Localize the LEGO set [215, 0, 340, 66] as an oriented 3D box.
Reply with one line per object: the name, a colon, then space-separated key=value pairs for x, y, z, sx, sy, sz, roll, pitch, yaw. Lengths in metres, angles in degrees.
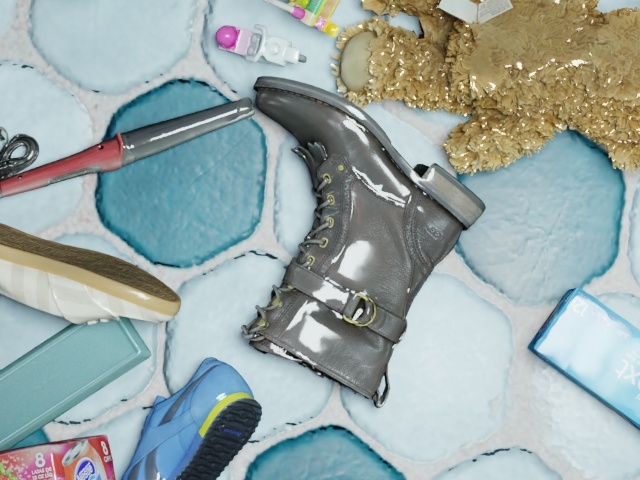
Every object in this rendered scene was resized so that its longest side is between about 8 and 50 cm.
LEGO set: x=-0.023 y=-0.300 z=1.559 sx=0.132 sy=0.107 sz=0.287 roll=8 pitch=87 yaw=33

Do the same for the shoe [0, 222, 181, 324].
shoe: x=-0.232 y=0.039 z=1.582 sx=0.219 sy=0.076 sz=0.058 roll=18 pitch=105 yaw=9

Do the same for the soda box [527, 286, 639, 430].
soda box: x=0.293 y=0.131 z=1.564 sx=0.210 sy=0.067 sz=0.071 roll=36 pitch=88 yaw=3

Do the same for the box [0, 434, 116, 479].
box: x=-0.312 y=0.252 z=1.509 sx=0.257 sy=0.128 sz=0.122 roll=-13 pitch=85 yaw=15

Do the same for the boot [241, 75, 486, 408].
boot: x=0.000 y=0.000 z=1.567 sx=0.263 sy=0.091 sz=0.229 roll=34 pitch=87 yaw=1

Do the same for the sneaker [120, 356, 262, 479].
sneaker: x=-0.140 y=0.199 z=1.578 sx=0.209 sy=0.069 sz=0.082 roll=-52 pitch=51 yaw=7

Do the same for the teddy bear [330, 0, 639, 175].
teddy bear: x=0.176 y=-0.174 z=1.580 sx=0.338 sy=0.113 sz=0.245 roll=-3 pitch=79 yaw=8

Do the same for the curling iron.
curling iron: x=-0.196 y=-0.094 z=1.604 sx=0.274 sy=0.035 sz=0.068 roll=-12 pitch=86 yaw=0

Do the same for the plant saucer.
plant saucer: x=-0.254 y=0.131 z=1.599 sx=0.192 sy=0.018 sz=0.067 roll=-33 pitch=86 yaw=0
